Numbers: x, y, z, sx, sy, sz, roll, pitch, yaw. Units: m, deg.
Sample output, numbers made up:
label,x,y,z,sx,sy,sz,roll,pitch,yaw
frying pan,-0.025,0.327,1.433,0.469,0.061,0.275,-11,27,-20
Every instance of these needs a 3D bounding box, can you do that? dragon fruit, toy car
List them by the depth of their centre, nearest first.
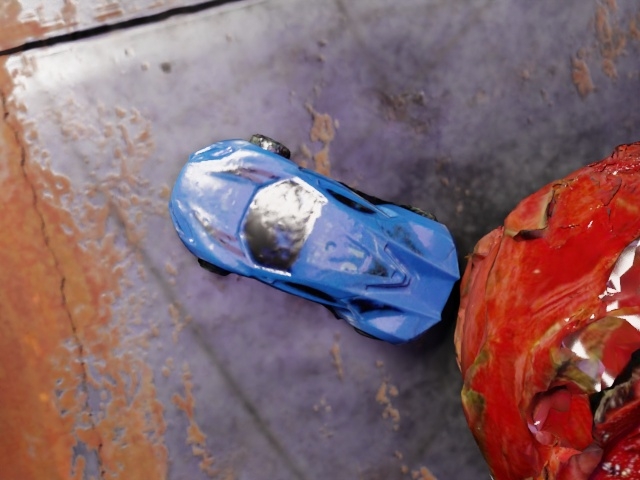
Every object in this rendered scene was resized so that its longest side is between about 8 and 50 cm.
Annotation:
label,x,y,z,sx,sy,sz,roll,pitch,yaw
dragon fruit,0.229,0.084,0.743,0.296,0.302,0.295,-4,104,-15
toy car,0.000,0.000,0.792,0.216,0.063,0.103,23,91,-16
